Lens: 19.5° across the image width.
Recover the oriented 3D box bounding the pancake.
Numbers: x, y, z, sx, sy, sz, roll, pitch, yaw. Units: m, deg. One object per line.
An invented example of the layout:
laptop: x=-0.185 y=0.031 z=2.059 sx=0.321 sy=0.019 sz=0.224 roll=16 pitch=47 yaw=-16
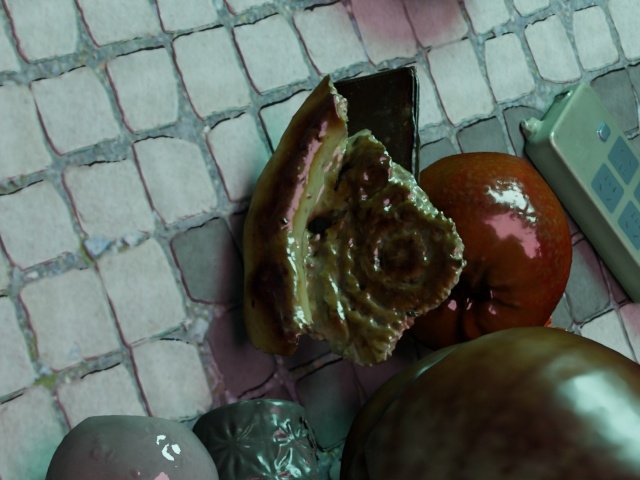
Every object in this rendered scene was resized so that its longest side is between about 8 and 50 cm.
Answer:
pancake: x=0.000 y=0.000 z=1.689 sx=0.257 sy=0.212 sz=0.056 roll=54 pitch=0 yaw=27

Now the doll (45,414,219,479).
doll: x=-0.158 y=0.284 z=1.466 sx=0.151 sy=0.151 sz=0.287 roll=19 pitch=69 yaw=-38

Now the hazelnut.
hazelnut: x=0.198 y=0.261 z=1.622 sx=0.409 sy=0.359 sz=0.359 roll=41 pitch=41 yaw=22

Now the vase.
vase: x=-0.033 y=0.283 z=1.547 sx=0.156 sy=0.251 sz=0.301 roll=16 pitch=55 yaw=-41

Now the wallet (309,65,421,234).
wallet: x=0.043 y=-0.049 z=1.762 sx=0.031 sy=0.122 sz=0.232 roll=30 pitch=57 yaw=-50

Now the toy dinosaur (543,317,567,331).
toy dinosaur: x=0.211 y=0.152 z=1.855 sx=0.070 sy=0.117 sz=0.288 roll=55 pitch=39 yaw=-61

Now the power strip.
power strip: x=0.325 y=-0.053 z=2.074 sx=0.270 sy=0.046 sz=0.118 roll=52 pitch=49 yaw=-18

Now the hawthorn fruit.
hawthorn fruit: x=0.158 y=-0.003 z=1.819 sx=0.196 sy=0.196 sz=0.225 roll=53 pitch=32 yaw=-18
